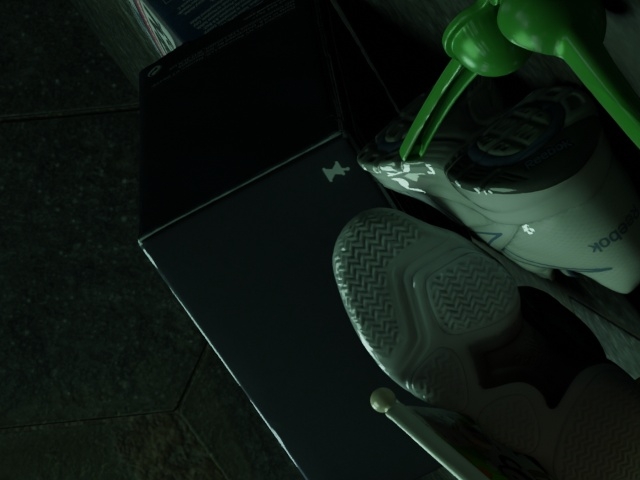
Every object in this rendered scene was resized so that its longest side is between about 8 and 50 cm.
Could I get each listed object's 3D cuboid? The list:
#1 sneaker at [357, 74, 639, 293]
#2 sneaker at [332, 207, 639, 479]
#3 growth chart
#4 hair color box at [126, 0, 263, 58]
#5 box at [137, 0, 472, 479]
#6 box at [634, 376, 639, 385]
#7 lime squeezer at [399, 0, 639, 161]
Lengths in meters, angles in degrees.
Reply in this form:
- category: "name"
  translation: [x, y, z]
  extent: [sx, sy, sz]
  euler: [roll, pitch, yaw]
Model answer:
- category: "sneaker"
  translation: [0.116, -0.032, 1.233]
  extent: [0.129, 0.111, 0.297]
  euler: [51, 176, -20]
- category: "sneaker"
  translation: [0.106, 0.063, 1.300]
  extent: [0.268, 0.101, 0.153]
  euler: [38, -174, -17]
- category: "growth chart"
  translation: [0.124, 0.151, 1.274]
  extent: [0.172, 0.021, 0.237]
  euler: [37, -171, 21]
- category: "hair color box"
  translation: [-0.056, -0.152, 1.810]
  extent: [0.347, 0.105, 0.174]
  euler: [50, 172, 31]
- category: "box"
  translation: [0.000, 0.000, 1.509]
  extent: [0.296, 0.183, 0.294]
  euler: [57, -169, -27]
- category: "box"
  translation: [0.272, 0.139, 1.249]
  extent: [0.105, 0.043, 0.179]
  euler: [57, 175, -13]
- category: "lime squeezer"
  translation: [0.114, -0.091, 1.036]
  extent: [0.310, 0.059, 0.110]
  euler: [11, 126, 66]
